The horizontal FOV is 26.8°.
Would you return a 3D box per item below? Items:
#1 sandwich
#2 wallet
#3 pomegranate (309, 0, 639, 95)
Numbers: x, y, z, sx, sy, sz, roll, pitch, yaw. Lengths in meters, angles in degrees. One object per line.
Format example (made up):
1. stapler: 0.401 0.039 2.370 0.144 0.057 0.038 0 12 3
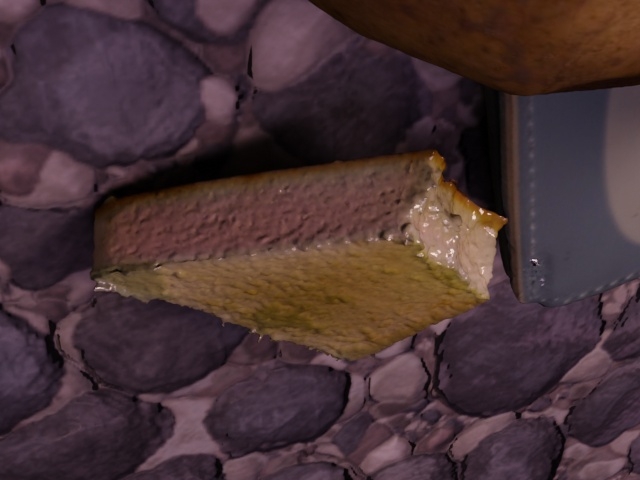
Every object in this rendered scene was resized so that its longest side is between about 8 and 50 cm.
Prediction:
1. sandwich: 0.000 0.000 0.715 0.193 0.058 0.162 19 146 -36
2. wallet: 0.259 -0.098 0.787 0.360 0.083 0.252 -19 134 -10
3. pomegranate: 0.084 -0.185 0.455 0.281 0.281 0.281 -15 138 -14
